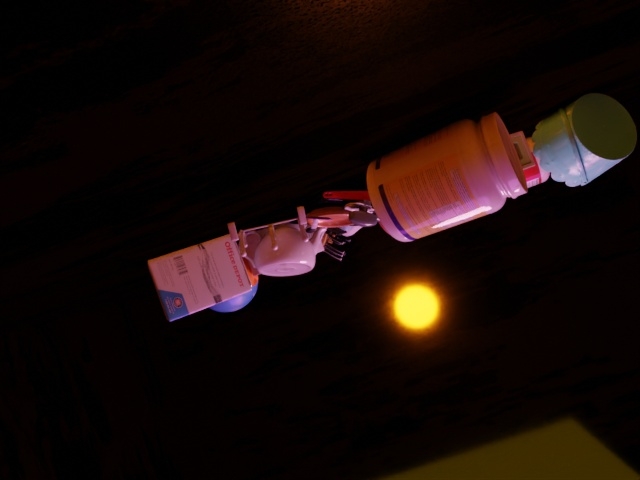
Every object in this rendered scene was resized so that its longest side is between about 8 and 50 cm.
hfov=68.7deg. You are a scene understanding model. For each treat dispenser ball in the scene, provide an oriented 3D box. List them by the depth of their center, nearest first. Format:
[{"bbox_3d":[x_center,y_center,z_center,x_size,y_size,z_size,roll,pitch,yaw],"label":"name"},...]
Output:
[{"bbox_3d":[-0.426,0.180,2.115,0.288,0.288,0.288,-20,178,-1],"label":"treat dispenser ball"}]

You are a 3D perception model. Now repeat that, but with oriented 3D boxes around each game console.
[{"bbox_3d":[0.094,-0.119,1.716,0.342,0.060,0.386,2,169,-21],"label":"game console"}]

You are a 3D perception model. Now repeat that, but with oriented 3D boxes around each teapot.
[{"bbox_3d":[-0.145,0.027,1.818,0.256,0.186,0.253,10,157,-41],"label":"teapot"}]

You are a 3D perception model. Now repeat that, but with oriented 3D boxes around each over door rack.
[{"bbox_3d":[-0.165,-0.022,1.559,0.240,0.108,0.324,-14,177,-4],"label":"over door rack"}]

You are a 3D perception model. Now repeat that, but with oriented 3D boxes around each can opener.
[{"bbox_3d":[0.198,-0.070,1.572,0.284,0.095,0.076,14,161,-36],"label":"can opener"}]

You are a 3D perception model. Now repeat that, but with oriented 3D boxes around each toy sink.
[{"bbox_3d":[0.708,-0.323,1.856,0.234,0.152,0.131,-18,177,-25],"label":"toy sink"}]

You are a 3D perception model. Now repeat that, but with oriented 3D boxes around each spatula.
[{"bbox_3d":[-0.022,-0.053,1.593,0.084,0.030,0.296,2,170,-9],"label":"spatula"}]

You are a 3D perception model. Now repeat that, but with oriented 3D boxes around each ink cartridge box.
[{"bbox_3d":[-0.434,0.132,1.688,0.308,0.223,0.129,-20,179,-22],"label":"ink cartridge box"}]

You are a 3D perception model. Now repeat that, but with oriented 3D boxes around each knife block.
[{"bbox_3d":[0.000,0.000,2.202,0.276,0.241,0.088,-21,177,35],"label":"knife block"}]

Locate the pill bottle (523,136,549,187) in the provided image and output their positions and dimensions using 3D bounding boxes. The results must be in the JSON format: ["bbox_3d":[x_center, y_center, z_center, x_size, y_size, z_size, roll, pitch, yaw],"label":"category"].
[{"bbox_3d":[0.926,-0.349,2.223,0.408,0.228,0.229,-21,178,17],"label":"pill bottle"}]

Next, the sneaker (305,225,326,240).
[{"bbox_3d":[-0.040,-0.014,1.987,0.282,0.102,0.161,-55,-177,3],"label":"sneaker"}]

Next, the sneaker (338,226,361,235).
[{"bbox_3d":[0.130,-0.122,2.178,0.150,0.135,0.366,21,159,-18],"label":"sneaker"}]

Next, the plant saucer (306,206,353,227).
[{"bbox_3d":[0.043,-0.083,1.638,0.200,0.037,0.200,-3,170,-1],"label":"plant saucer"}]

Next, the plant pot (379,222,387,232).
[{"bbox_3d":[0.429,-0.163,2.188,0.275,0.274,0.243,-20,169,-21],"label":"plant pot"}]

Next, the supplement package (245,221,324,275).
[{"bbox_3d":[-0.166,0.021,2.065,0.293,0.175,0.178,-19,177,-37],"label":"supplement package"}]

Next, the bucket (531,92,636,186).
[{"bbox_3d":[0.876,-0.338,1.560,0.281,0.281,0.183,-20,169,-16],"label":"bucket"}]

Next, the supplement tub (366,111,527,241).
[{"bbox_3d":[0.310,-0.153,1.168,0.332,0.240,0.241,-21,178,30],"label":"supplement tub"}]
